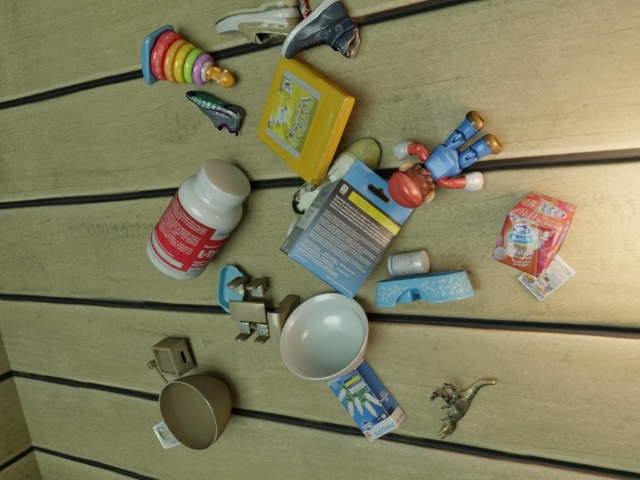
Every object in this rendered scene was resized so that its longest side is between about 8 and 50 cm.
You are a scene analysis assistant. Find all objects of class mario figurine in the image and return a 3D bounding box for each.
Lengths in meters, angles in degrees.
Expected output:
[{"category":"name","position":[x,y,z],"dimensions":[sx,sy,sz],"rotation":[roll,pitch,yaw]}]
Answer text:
[{"category":"mario figurine","position":[0.324,-0.209,1.614],"dimensions":[0.320,0.170,0.198],"rotation":[-35,49,24]}]

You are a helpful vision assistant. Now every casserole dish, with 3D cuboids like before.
[{"category":"casserole dish","position":[-0.315,0.174,2.143],"dimensions":[0.114,0.037,0.188],"rotation":[20,114,25]}]

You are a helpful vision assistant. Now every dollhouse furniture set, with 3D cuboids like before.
[{"category":"dollhouse furniture set","position":[-0.211,0.254,2.007],"dimensions":[0.242,0.161,0.212],"rotation":[2,109,22]}]

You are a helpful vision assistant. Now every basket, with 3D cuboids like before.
[{"category":"basket","position":[-0.593,0.776,2.458],"dimensions":[0.167,0.103,0.113],"rotation":[-31,88,33]}]

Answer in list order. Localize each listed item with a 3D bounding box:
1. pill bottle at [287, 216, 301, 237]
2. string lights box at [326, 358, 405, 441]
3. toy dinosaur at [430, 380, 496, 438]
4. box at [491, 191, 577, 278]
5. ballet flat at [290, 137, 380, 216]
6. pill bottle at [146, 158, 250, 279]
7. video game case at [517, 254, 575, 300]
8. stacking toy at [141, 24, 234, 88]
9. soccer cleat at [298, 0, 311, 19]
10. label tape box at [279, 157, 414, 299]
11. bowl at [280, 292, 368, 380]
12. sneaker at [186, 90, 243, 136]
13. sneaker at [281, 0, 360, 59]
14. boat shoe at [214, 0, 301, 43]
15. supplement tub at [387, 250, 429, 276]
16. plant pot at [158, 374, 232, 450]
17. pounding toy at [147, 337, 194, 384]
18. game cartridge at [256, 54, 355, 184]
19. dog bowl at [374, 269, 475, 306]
[{"category":"pill bottle","position":[0.000,0.000,1.852],"dimensions":[0.186,0.112,0.112],"rotation":[19,114,25]},{"category":"string lights box","position":[0.144,0.514,1.948],"dimensions":[0.133,0.076,0.260],"rotation":[-41,82,32]},{"category":"toy dinosaur","position":[0.408,0.483,1.792],"dimensions":[0.118,0.064,0.268],"rotation":[30,119,3]},{"category":"box","position":[0.525,-0.021,1.443],"dimensions":[0.122,0.257,0.128],"rotation":[24,116,24]},{"category":"ballet flat","position":[0.035,-0.175,1.776],"dimensions":[0.348,0.123,0.123],"rotation":[-36,85,34]},{"category":"pill bottle","position":[-0.409,-0.072,2.006],"dimensions":[0.229,0.229,0.408],"rotation":[47,123,10]},{"category":"video game case","position":[0.602,0.093,1.581],"dimensions":[0.087,0.011,0.122],"rotation":[46,122,10]},{"category":"stacking toy","position":[-0.409,-0.563,1.914],"dimensions":[0.301,0.166,0.175],"rotation":[22,131,12]},{"category":"soccer cleat","position":[-0.049,-0.676,1.723],"dimensions":[0.035,0.029,0.083],"rotation":[-5,99,41]},{"category":"label tape box","position":[0.080,-0.036,1.716],"dimensions":[0.240,0.106,0.334],"rotation":[37,87,-19]},{"category":"bowl","position":[0.031,0.327,1.881],"dimensions":[0.297,0.298,0.134],"rotation":[4,147,30]},{"category":"sneaker","position":[-0.360,-0.420,1.958],"dimensions":[0.223,0.083,0.098],"rotation":[27,122,20]},{"category":"sneaker","position":[0.005,-0.556,1.677],"dimensions":[0.226,0.086,0.163],"rotation":[-38,83,23]},{"category":"boat shoe","position":[-0.194,-0.640,1.768],"dimensions":[0.302,0.113,0.103],"rotation":[2,109,36]},{"category":"supplement tub","position":[0.259,0.069,1.744],"dimensions":[0.107,0.071,0.071],"rotation":[-10,100,32]},{"category":"plant pot","position":[-0.449,0.631,2.273],"dimensions":[0.284,0.191,0.284],"rotation":[9,109,29]},{"category":"pounding toy","position":[-0.608,0.489,2.390],"dimensions":[0.206,0.094,0.181],"rotation":[-4,108,41]},{"category":"game cartridge","position":[-0.056,-0.359,1.746],"dimensions":[0.324,0.052,0.285],"rotation":[45,125,38]},{"category":"dog bowl","position":[0.290,0.137,1.699],"dimensions":[0.297,0.166,0.074],"rotation":[-10,89,33]}]
